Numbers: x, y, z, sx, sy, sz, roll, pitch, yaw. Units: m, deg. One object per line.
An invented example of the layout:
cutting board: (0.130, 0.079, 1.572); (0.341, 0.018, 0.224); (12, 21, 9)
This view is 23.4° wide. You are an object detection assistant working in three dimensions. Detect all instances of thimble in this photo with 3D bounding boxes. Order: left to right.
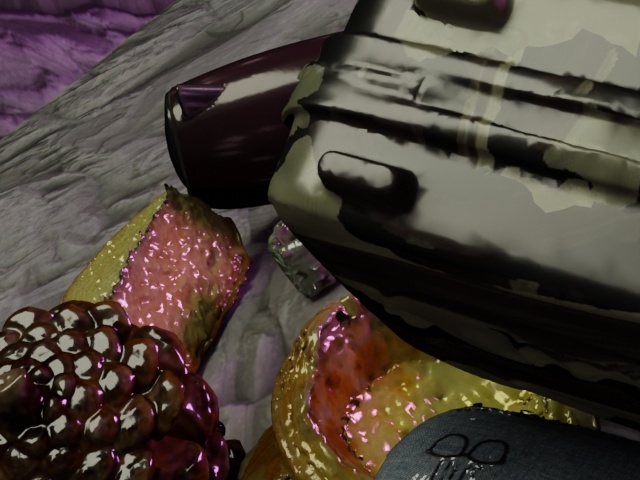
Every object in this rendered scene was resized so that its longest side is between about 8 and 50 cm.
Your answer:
thimble: (0.000, 0.000, 1.446); (0.084, 0.062, 0.110); (-16, 30, 41)

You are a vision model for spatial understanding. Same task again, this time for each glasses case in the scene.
glasses case: (0.148, 0.155, 0.804); (0.282, 0.067, 0.109); (10, 50, 38)

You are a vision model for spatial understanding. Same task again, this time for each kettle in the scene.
kettle: (-0.039, -0.114, 1.563); (0.232, 0.202, 0.144); (-11, 61, 3)

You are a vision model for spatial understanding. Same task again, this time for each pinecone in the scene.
pinecone: (-0.170, 0.166, 1.123); (0.224, 0.272, 0.224); (-6, 60, 11)

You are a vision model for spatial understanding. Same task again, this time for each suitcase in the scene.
suitcase: (0.179, -0.002, 0.796); (0.351, 0.339, 0.194); (17, 76, 28)

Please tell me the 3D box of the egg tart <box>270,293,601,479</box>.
egg tart: (0.070, 0.120, 0.976); (0.212, 0.090, 0.212); (3, 49, -4)

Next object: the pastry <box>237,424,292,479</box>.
pastry: (0.010, 0.157, 1.083); (0.153, 0.081, 0.153); (-36, 18, 13)

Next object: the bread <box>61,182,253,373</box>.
bread: (-0.174, 0.064, 1.509); (0.134, 0.129, 0.260); (-34, 19, 31)
